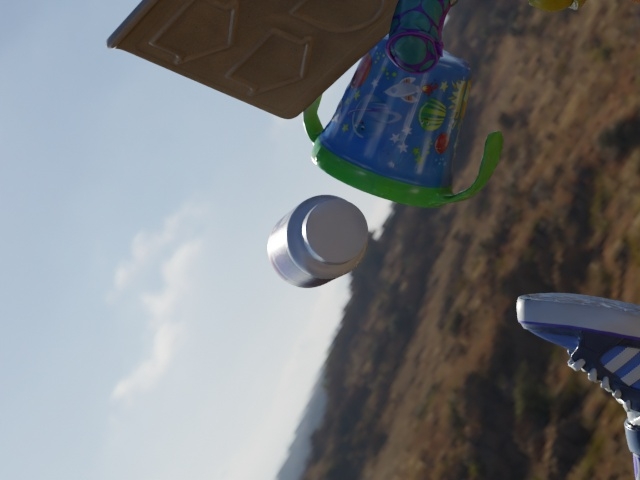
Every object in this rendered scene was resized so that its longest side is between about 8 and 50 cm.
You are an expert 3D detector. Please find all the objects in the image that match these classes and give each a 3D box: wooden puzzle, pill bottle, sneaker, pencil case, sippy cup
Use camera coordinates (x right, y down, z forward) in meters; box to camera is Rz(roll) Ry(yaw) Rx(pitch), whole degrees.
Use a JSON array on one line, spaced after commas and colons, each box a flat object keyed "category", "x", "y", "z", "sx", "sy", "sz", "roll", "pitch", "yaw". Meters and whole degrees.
[{"category": "wooden puzzle", "x": -0.065, "y": -0.318, "z": 1.795, "sx": 0.322, "sy": 0.347, "sz": 0.081, "roll": -39, "pitch": 50, "yaw": 36}, {"category": "pill bottle", "x": 0.000, "y": 0.000, "z": 1.730, "sx": 0.108, "sy": 0.108, "sz": 0.193, "roll": -57, "pitch": 6, "yaw": -13}, {"category": "sneaker", "x": 0.393, "y": 0.204, "z": 1.718, "sx": 0.130, "sy": 0.322, "sz": 0.236, "roll": -38, "pitch": -42, "yaw": -82}, {"category": "pencil case", "x": 0.122, "y": -0.260, "z": 1.582, "sx": 0.152, "sy": 0.070, "sz": 0.064, "roll": -71, "pitch": -24, "yaw": -45}, {"category": "sippy cup", "x": 0.128, "y": -0.197, "z": 2.115, "sx": 0.240, "sy": 0.305, "sz": 0.224, "roll": -96, "pitch": 24, "yaw": -71}]

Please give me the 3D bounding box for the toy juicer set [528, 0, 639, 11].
[{"category": "toy juicer set", "x": 0.215, "y": -0.310, "z": 1.303, "sx": 0.209, "sy": 0.329, "sz": 0.090, "roll": 106, "pitch": 167, "yaw": -65}]
